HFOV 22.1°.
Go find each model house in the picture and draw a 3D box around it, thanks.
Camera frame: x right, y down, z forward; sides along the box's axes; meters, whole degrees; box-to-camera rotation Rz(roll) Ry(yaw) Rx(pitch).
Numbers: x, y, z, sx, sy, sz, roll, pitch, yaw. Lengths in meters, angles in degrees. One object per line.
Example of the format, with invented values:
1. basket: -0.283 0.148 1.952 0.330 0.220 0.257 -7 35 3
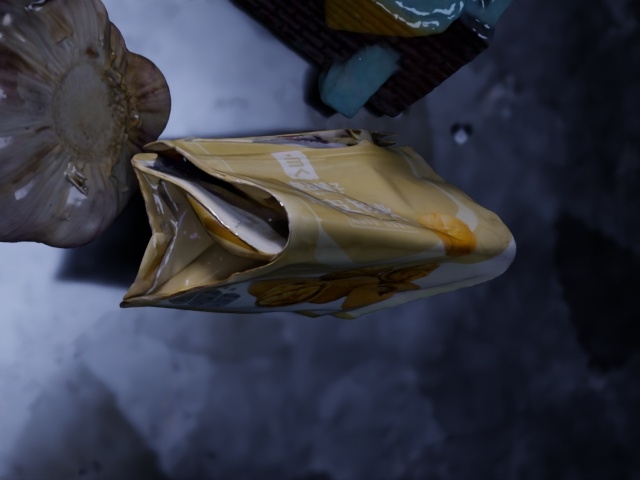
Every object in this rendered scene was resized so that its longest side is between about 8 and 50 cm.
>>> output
1. model house: 0.029 -0.255 1.490 0.280 0.230 0.249 36 105 -18

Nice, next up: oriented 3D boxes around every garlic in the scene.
1. garlic: -0.246 -0.108 1.407 0.245 0.160 0.245 0 90 -47

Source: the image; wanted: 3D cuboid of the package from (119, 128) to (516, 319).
1. package: -0.008 -0.031 1.444 0.311 0.221 0.165 2 74 -47
